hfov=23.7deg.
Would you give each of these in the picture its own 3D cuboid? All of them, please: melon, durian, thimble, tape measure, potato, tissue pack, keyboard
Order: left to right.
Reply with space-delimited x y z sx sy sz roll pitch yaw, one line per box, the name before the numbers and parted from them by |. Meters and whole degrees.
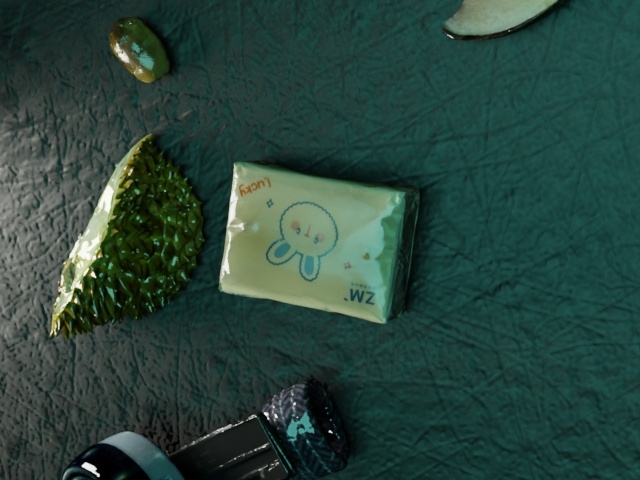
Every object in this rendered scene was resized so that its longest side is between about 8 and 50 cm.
durian | -0.220 0.011 1.719 0.139 0.144 0.252 50 122 46
tape measure | -0.206 0.306 1.705 0.182 0.107 0.181 18 125 46
potato | -0.202 -0.212 1.698 0.051 0.040 0.083 -44 81 23
keyboard | -0.119 0.256 1.693 0.250 0.017 0.087 -32 85 46
thimble | -0.016 0.208 1.663 0.066 0.095 0.104 -24 75 17
tissue pack | 0.000 0.000 1.632 0.196 0.092 0.148 10 100 16
melon | 0.209 -0.260 1.551 0.098 0.054 0.182 42 107 15
